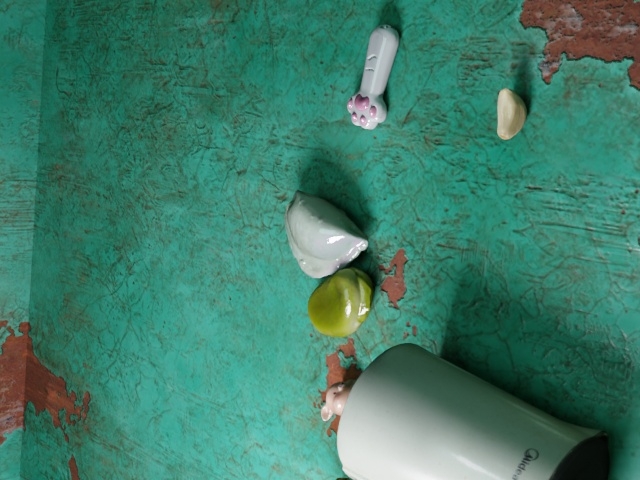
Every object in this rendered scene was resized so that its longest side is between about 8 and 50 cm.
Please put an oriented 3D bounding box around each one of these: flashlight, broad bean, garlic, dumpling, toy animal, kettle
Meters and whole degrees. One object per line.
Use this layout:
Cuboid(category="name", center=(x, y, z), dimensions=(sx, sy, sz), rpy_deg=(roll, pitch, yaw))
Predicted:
Cuboid(category="flashlight", center=(0.104, -0.316, 1.630), dimensions=(0.093, 0.048, 0.200), rpy_deg=(29, 112, 42))
Cuboid(category="broad bean", center=(0.045, 0.124, 1.686), dimensions=(0.174, 0.082, 0.124), rpy_deg=(-53, 55, 45))
Cuboid(category="garlic", center=(0.317, -0.209, 1.409), dimensions=(0.041, 0.053, 0.083), rpy_deg=(5, 89, 47))
Cuboid(category="dumpling", center=(0.008, -0.009, 1.706), dimensions=(0.217, 0.105, 0.149), rpy_deg=(30, 141, 34))
Cuboid(category="toy animal", center=(0.066, 0.327, 1.659), dimensions=(0.150, 0.083, 0.089), rpy_deg=(28, 113, 41))
Cuboid(category="kettle", center=(0.216, 0.388, 1.350), dimensions=(0.377, 0.250, 0.361), rpy_deg=(21, 67, 40))

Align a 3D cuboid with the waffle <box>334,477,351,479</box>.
Cuboid(category="waffle", center=(0.076, 0.584, 1.529), dimensions=(0.324, 0.261, 0.151), rpy_deg=(54, 134, 33))
